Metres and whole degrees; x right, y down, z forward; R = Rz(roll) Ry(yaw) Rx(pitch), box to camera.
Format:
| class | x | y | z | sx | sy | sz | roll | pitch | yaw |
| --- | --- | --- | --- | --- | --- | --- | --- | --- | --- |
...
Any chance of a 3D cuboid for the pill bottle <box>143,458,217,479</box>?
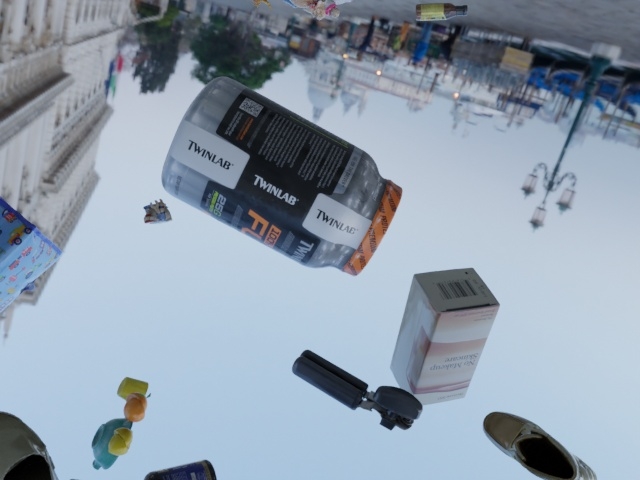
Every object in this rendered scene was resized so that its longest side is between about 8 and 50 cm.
| class | x | y | z | sx | sy | sz | roll | pitch | yaw |
| --- | --- | --- | --- | --- | --- | --- | --- | --- | --- |
| pill bottle | -0.388 | 0.654 | 1.596 | 0.219 | 0.123 | 0.123 | -2 | -156 | -32 |

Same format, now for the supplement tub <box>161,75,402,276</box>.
| class | x | y | z | sx | sy | sz | roll | pitch | yaw |
| --- | --- | --- | --- | --- | --- | --- | --- | --- | --- |
| supplement tub | -0.052 | -0.085 | 0.900 | 0.315 | 0.194 | 0.193 | 28 | -163 | -3 |

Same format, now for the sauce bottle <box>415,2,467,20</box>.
| class | x | y | z | sx | sy | sz | roll | pitch | yaw |
| --- | --- | --- | --- | --- | --- | --- | --- | --- | --- |
| sauce bottle | 0.303 | -0.574 | 1.538 | 0.128 | 0.042 | 0.042 | 1 | -164 | 7 |

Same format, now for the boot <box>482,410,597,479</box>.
| class | x | y | z | sx | sy | sz | roll | pitch | yaw |
| --- | --- | --- | --- | --- | --- | --- | --- | --- | --- |
| boot | 0.350 | 0.346 | 1.038 | 0.213 | 0.077 | 0.165 | 29 | 175 | 41 |

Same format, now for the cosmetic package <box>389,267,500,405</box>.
| class | x | y | z | sx | sy | sz | roll | pitch | yaw |
| --- | --- | --- | --- | --- | --- | --- | --- | --- | --- |
| cosmetic package | 0.266 | 0.216 | 1.354 | 0.153 | 0.296 | 0.129 | -7 | -140 | -16 |

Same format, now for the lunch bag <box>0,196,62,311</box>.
| class | x | y | z | sx | sy | sz | roll | pitch | yaw |
| --- | --- | --- | --- | --- | --- | --- | --- | --- | --- |
| lunch bag | -0.735 | 0.064 | 1.443 | 0.138 | 0.221 | 0.293 | 37 | 162 | 13 |

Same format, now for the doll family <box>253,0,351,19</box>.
| class | x | y | z | sx | sy | sz | roll | pitch | yaw |
| --- | --- | --- | --- | --- | --- | --- | --- | --- | --- |
| doll family | -0.041 | -0.414 | 0.894 | 0.163 | 0.263 | 0.118 | -23 | 173 | -19 |

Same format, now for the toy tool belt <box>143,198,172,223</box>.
| class | x | y | z | sx | sy | sz | roll | pitch | yaw |
| --- | --- | --- | --- | --- | --- | --- | --- | --- | --- |
| toy tool belt | -0.337 | -0.061 | 1.247 | 0.052 | 0.051 | 0.083 | -13 | 179 | 14 |

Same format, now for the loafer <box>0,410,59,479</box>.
| class | x | y | z | sx | sy | sz | roll | pitch | yaw |
| --- | --- | --- | --- | --- | --- | --- | --- | --- | --- |
| loafer | -0.487 | 0.369 | 1.002 | 0.268 | 0.092 | 0.101 | 38 | -130 | 25 |

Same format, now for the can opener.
| class | x | y | z | sx | sy | sz | roll | pitch | yaw |
| --- | --- | --- | --- | --- | --- | --- | --- | --- | --- |
| can opener | 0.080 | 0.303 | 1.298 | 0.283 | 0.095 | 0.076 | 29 | -160 | 11 |

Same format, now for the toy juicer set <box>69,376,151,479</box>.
| class | x | y | z | sx | sy | sz | roll | pitch | yaw |
| --- | --- | --- | --- | --- | --- | --- | --- | --- | --- |
| toy juicer set | -0.513 | 0.517 | 1.534 | 0.089 | 0.329 | 0.209 | 33 | 168 | -25 |
